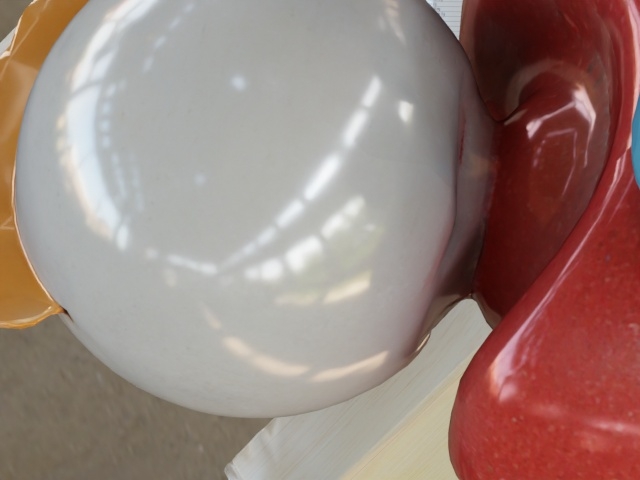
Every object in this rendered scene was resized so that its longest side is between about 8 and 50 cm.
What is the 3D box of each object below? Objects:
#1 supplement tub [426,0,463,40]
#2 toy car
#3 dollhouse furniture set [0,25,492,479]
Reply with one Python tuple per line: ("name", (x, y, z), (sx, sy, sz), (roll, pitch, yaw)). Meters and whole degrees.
("supplement tub", (0.095, -0.109, 1.080), (0.117, 0.117, 0.190), (2, 96, 8))
("toy car", (0.018, -0.031, 0.468), (0.238, 0.219, 0.210), (8, 58, 2))
("dollhouse furniture set", (0.000, 0.000, 1.376), (0.256, 0.362, 0.394), (-44, 54, 11))
